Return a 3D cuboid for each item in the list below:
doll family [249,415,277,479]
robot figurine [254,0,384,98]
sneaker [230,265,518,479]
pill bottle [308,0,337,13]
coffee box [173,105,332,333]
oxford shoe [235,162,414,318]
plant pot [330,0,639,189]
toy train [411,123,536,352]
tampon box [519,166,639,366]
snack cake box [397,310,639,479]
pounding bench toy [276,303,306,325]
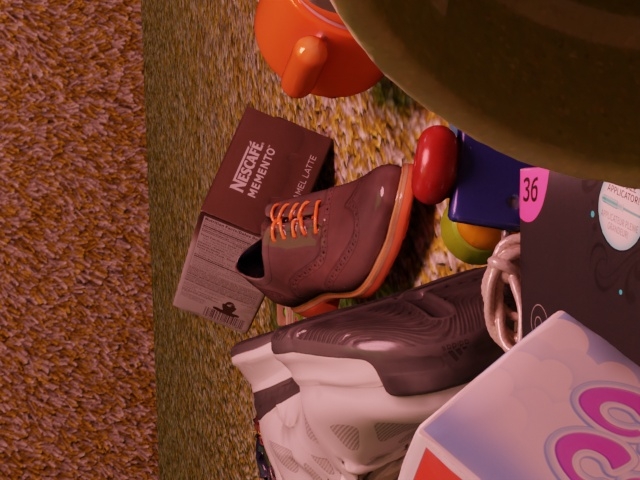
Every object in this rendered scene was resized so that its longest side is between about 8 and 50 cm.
[{"bbox_3d":[-0.045,0.230,1.327,0.193,0.076,0.111,142,119,-75],"label":"doll family"},{"bbox_3d":[0.019,-0.200,0.932,0.128,0.158,0.219,61,159,12],"label":"robot figurine"},{"bbox_3d":[0.061,0.171,0.863,0.447,0.169,0.258,147,106,-74],"label":"sneaker"},{"bbox_3d":[0.056,-0.293,0.718,0.160,0.160,0.283,163,104,-74],"label":"pill bottle"},{"bbox_3d":[-0.079,-0.016,1.271,0.246,0.098,0.141,118,174,-60],"label":"coffee box"},{"bbox_3d":[0.000,0.000,1.022,0.271,0.098,0.097,135,151,-57],"label":"oxford shoe"},{"bbox_3d":[0.131,-0.197,0.353,0.276,0.276,0.254,109,166,-52],"label":"plant pot"},{"bbox_3d":[0.098,-0.016,0.661,0.143,0.105,0.248,101,178,-74],"label":"toy train"},{"bbox_3d":[0.157,0.044,0.511,0.120,0.101,0.161,-176,83,-74],"label":"tampon box"},{"bbox_3d":[0.138,0.168,0.391,0.264,0.089,0.152,38,140,25],"label":"snack cake box"},{"bbox_3d":[-0.016,0.082,1.233,0.065,0.052,0.083,-163,72,-74],"label":"pounding bench toy"}]
